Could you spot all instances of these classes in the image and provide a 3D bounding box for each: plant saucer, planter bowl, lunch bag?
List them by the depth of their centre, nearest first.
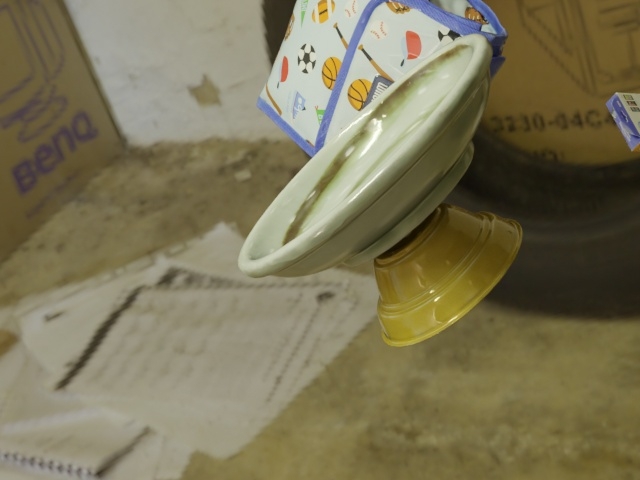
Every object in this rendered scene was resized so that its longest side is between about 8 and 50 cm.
[{"bbox_3d":[0.075,-0.077,1.543,0.400,0.100,0.400,-43,12,11],"label":"plant saucer"},{"bbox_3d":[0.130,0.020,1.556,0.217,0.090,0.217,-39,16,13],"label":"planter bowl"},{"bbox_3d":[0.102,-0.258,2.001,0.239,0.328,0.385,-1,34,-38],"label":"lunch bag"}]

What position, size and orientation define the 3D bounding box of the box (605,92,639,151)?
[{"bbox_3d":[0.436,-0.155,1.702,0.136,0.028,0.081,-3,57,-31],"label":"box"}]
